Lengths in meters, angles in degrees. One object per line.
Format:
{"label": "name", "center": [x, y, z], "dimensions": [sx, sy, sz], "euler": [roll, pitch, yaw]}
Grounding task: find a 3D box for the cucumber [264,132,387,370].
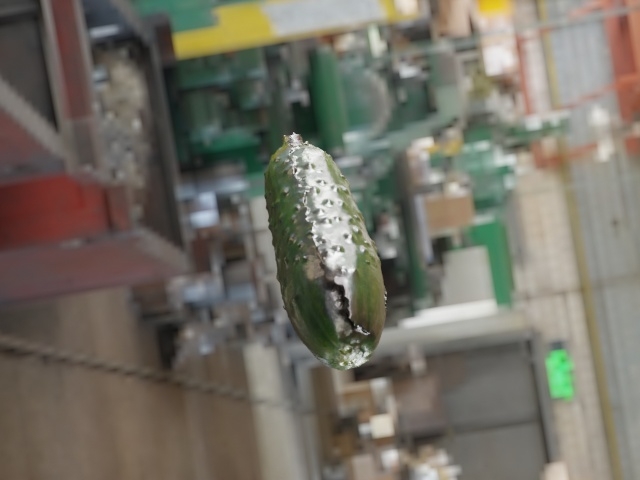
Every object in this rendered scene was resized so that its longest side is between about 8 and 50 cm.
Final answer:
{"label": "cucumber", "center": [0.000, 0.000, 1.291], "dimensions": [0.227, 0.069, 0.069], "euler": [-106, -177, -51]}
